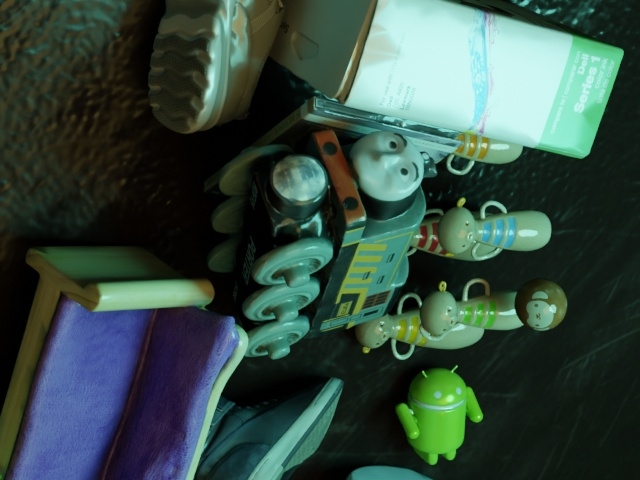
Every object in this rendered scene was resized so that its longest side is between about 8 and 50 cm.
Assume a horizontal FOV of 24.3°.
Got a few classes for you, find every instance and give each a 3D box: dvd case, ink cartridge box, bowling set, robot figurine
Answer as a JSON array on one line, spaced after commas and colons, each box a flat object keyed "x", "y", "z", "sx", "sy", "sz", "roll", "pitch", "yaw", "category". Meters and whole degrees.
[{"x": 0.009, "y": -0.074, "z": 1.444, "sx": 0.164, "sy": 0.221, "sz": 0.018, "roll": 11, "pitch": 66, "yaw": -29, "category": "dvd case"}, {"x": 0.112, "y": -0.183, "z": 1.429, "sx": 0.278, "sy": 0.201, "sz": 0.117, "roll": 10, "pitch": 106, "yaw": -28, "category": "ink cartridge box"}, {"x": 0.154, "y": 0.019, "z": 1.552, "sx": 0.154, "sy": 0.200, "sz": 0.287, "roll": 0, "pitch": 108, "yaw": -24, "category": "bowling set"}, {"x": 0.132, "y": 0.195, "z": 1.692, "sx": 0.101, "sy": 0.067, "sz": 0.115, "roll": -9, "pitch": 116, "yaw": -24, "category": "robot figurine"}]

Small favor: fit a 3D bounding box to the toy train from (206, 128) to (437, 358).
[{"x": 0.000, "y": 0.000, "z": 1.426, "sx": 0.190, "sy": 0.142, "sz": 0.334, "roll": -16, "pitch": 158, "yaw": -15, "category": "toy train"}]

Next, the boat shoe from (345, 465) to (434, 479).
[{"x": 0.139, "y": 0.375, "z": 1.752, "sx": 0.367, "sy": 0.136, "sz": 0.156, "roll": 21, "pitch": 106, "yaw": -41, "category": "boat shoe"}]

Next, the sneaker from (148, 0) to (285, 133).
[{"x": -0.084, "y": -0.240, "z": 1.392, "sx": 0.115, "sy": 0.105, "sz": 0.281, "roll": -6, "pitch": 117, "yaw": -56, "category": "sneaker"}]

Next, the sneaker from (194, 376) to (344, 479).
[{"x": -0.082, "y": 0.183, "z": 1.576, "sx": 0.226, "sy": 0.163, "sz": 0.086, "roll": -42, "pitch": 154, "yaw": -53, "category": "sneaker"}]

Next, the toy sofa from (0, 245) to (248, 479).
[{"x": -0.221, "y": 0.195, "z": 1.436, "sx": 0.150, "sy": 0.177, "sz": 0.363, "roll": 1, "pitch": 114, "yaw": -48, "category": "toy sofa"}]
